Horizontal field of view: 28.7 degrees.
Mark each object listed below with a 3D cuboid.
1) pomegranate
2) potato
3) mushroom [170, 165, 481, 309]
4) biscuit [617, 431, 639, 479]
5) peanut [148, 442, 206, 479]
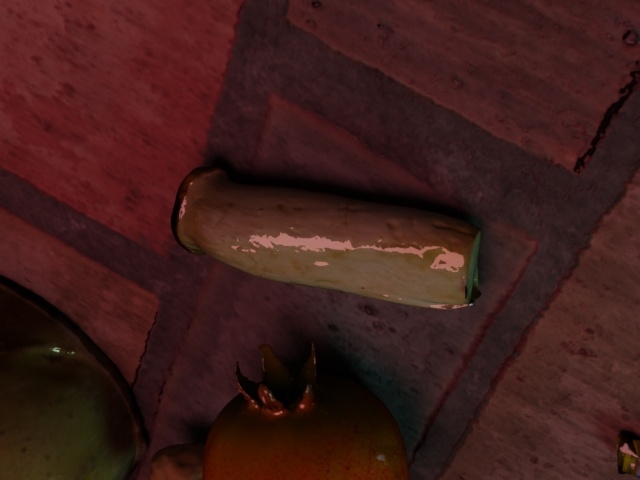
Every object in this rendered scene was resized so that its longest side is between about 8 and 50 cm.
[{"bbox_3d":[-0.023,0.228,1.289,0.221,0.221,0.257,-4,114,30],"label":"pomegranate"},{"bbox_3d":[-0.467,0.288,1.501,0.385,0.319,0.442,48,133,-9],"label":"potato"},{"bbox_3d":[0.000,0.000,1.192,0.312,0.081,0.100,12,134,18],"label":"mushroom"},{"bbox_3d":[0.422,0.233,1.172,0.292,0.026,0.048,11,123,21],"label":"biscuit"},{"bbox_3d":[-0.081,0.327,1.441,0.274,0.125,0.111,32,124,2],"label":"peanut"}]
